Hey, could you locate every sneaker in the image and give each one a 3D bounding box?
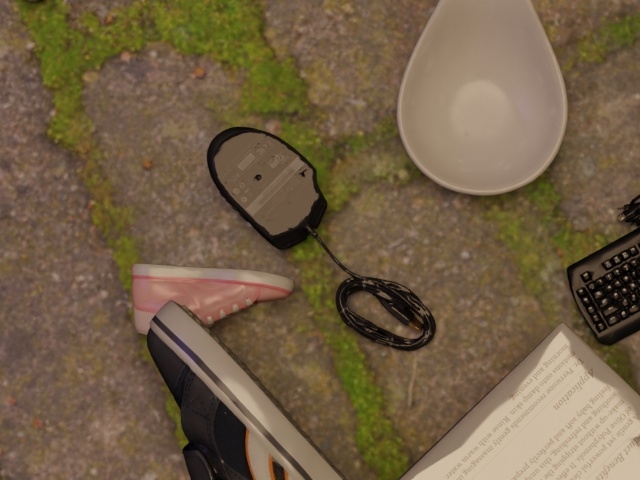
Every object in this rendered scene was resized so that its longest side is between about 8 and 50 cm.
[{"bbox_3d":[-0.089,0.056,1.228,0.134,0.051,0.070,3,84,6],"label":"sneaker"},{"bbox_3d":[-0.045,0.196,1.146,0.127,0.126,0.321,-41,86,-3],"label":"sneaker"}]

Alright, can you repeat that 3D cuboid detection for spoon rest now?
[{"bbox_3d":[0.131,-0.172,1.235,0.137,0.084,0.276,0,78,5],"label":"spoon rest"}]

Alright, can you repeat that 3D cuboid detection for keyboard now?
[{"bbox_3d":[0.285,-0.002,1.212,0.192,0.038,0.100,-29,78,-2],"label":"keyboard"}]

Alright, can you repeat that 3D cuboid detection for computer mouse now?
[{"bbox_3d":[0.000,0.000,1.241,0.071,0.041,0.242,-43,85,-5],"label":"computer mouse"}]

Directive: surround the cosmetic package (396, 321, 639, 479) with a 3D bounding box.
[{"bbox_3d":[0.235,0.259,1.106,0.197,0.155,0.365,-42,79,-3],"label":"cosmetic package"}]
